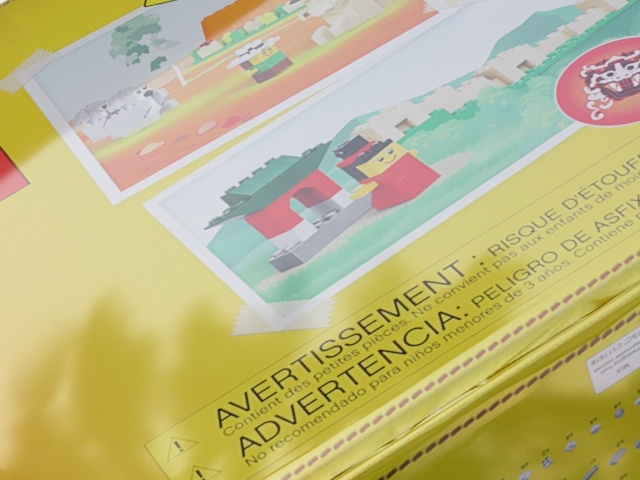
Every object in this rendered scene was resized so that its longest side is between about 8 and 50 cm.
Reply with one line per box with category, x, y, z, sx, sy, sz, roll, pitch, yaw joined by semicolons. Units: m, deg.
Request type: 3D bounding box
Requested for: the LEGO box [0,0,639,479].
LEGO box;0.065;-0.017;0.789;0.372;0.500;0.193;45;-18;50
